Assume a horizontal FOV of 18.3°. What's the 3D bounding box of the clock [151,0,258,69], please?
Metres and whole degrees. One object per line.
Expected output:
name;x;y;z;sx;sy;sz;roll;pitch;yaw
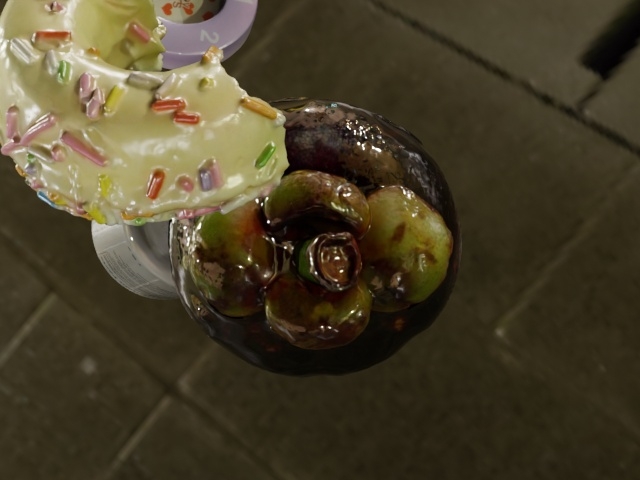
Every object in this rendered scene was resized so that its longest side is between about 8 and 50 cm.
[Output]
clock;-0.133;-0.234;1.619;0.172;0.064;0.198;9;69;-8

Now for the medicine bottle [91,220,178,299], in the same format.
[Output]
medicine bottle;-0.148;-0.020;2.035;0.157;0.157;0.288;-56;11;-12

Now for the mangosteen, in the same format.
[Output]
mangosteen;0.001;-0.003;1.779;0.287;0.287;0.233;7;67;35

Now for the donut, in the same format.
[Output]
donut;-0.096;-0.071;0.883;0.108;0.065;0.166;-22;50;-18
